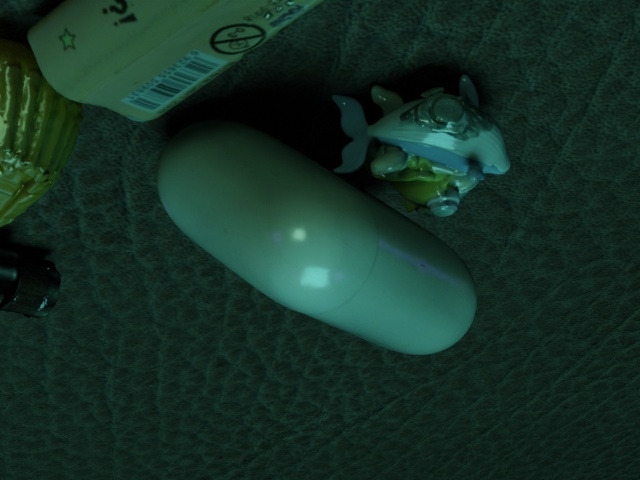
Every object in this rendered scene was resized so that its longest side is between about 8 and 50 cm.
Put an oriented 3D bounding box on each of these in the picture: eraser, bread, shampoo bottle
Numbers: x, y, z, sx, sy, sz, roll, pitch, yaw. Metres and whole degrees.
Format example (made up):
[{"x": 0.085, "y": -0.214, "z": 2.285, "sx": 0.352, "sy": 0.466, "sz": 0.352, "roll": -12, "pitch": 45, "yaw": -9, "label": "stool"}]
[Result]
[{"x": -0.109, "y": -0.213, "z": 1.359, "sx": 0.171, "sy": 0.087, "sz": 0.290, "roll": 14, "pitch": 147, "yaw": -44, "label": "eraser"}, {"x": -0.345, "y": -0.100, "z": 1.451, "sx": 0.240, "sy": 0.139, "sz": 0.240, "roll": -10, "pitch": 153, "yaw": -5, "label": "bread"}, {"x": -0.453, "y": 0.027, "z": 1.743, "sx": 0.323, "sy": 0.084, "sz": 0.129, "roll": 14, "pitch": 148, "yaw": -41, "label": "shampoo bottle"}]

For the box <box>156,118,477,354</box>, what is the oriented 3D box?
[{"x": 0.001, "y": -0.001, "z": 1.637, "sx": 0.349, "sy": 0.289, "sz": 0.141, "roll": 26, "pitch": 98, "yaw": -51, "label": "box"}]

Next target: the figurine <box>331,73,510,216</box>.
[{"x": 0.109, "y": -0.099, "z": 1.628, "sx": 0.208, "sy": 0.128, "sz": 0.184, "roll": 7, "pitch": 154, "yaw": -14, "label": "figurine"}]
